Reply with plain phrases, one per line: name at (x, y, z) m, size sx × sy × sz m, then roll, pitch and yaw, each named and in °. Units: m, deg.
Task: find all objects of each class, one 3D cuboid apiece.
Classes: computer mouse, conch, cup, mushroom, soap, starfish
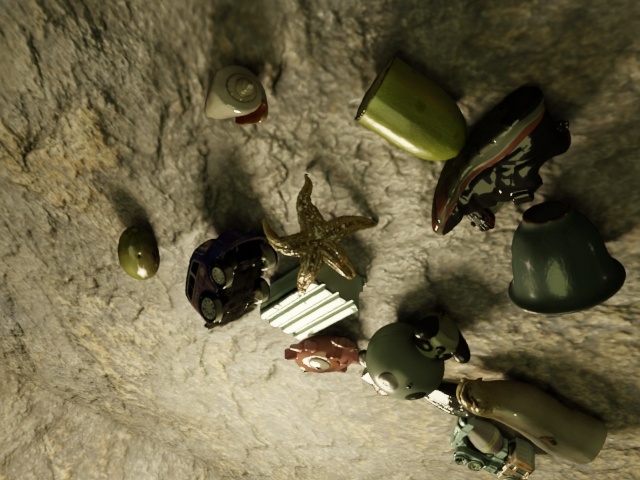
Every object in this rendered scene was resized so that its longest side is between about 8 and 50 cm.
computer mouse at (0.367, 0.433, 1.650) m, size 0.192 × 0.062 × 0.106 m, roll 3°, pitch 138°, yaw 19°
conch at (-0.153, -0.237, 1.080) m, size 0.104 × 0.094 × 0.176 m, roll -5°, pitch 161°, yaw -33°
cup at (0.407, 0.014, 1.071) m, size 0.199 × 0.199 × 0.150 m, roll -9°, pitch 115°, yaw 32°
mushroom at (0.520, 0.437, 1.540) m, size 0.397 × 0.126 × 0.177 m, roll 31°, pitch 149°, yaw -18°
soap at (-0.021, 0.133, 1.458) m, size 0.150 × 0.094 × 0.261 m, roll 33°, pitch 139°, yaw -22°
starfish at (0.000, 0.000, 1.262) m, size 0.235 × 0.062 × 0.277 m, roll -1°, pitch 112°, yaw -9°

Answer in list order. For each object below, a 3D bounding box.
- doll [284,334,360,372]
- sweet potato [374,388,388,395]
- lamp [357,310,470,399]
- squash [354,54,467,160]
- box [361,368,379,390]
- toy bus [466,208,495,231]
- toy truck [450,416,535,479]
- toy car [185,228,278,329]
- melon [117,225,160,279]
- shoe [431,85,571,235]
doll at (0.014, 0.294, 1.608) m, size 0.211 × 0.093 × 0.262 m, roll 13°, pitch 154°, yaw -22°
sweet potato at (0.233, 0.394, 1.677) m, size 0.214 × 0.050 × 0.050 m, roll -14°, pitch 129°, yaw 36°
lamp at (0.217, 0.267, 1.439) m, size 0.197 × 0.198 × 0.244 m, roll 33°, pitch 131°, yaw -15°
squash at (0.152, -0.191, 0.974) m, size 0.186 × 0.123 × 0.123 m, roll 33°, pitch 140°, yaw -13°
box at (0.155, 0.356, 1.660) m, size 0.063 × 0.060 × 0.085 m, roll 31°, pitch 142°, yaw -5°
toy bus at (0.278, -0.060, 1.128) m, size 0.110 × 0.043 × 0.031 m, roll 40°, pitch 141°, yaw -25°
toy truck at (0.483, 0.582, 1.742) m, size 0.256 × 0.108 × 0.140 m, roll 25°, pitch 128°, yaw -1°
toy car at (-0.214, 0.070, 1.403) m, size 0.158 × 0.172 × 0.235 m, roll 36°, pitch 124°, yaw 27°
melon at (-0.447, 0.031, 1.518) m, size 0.099 × 0.099 × 0.162 m, roll 12°, pitch 139°, yaw 11°
shoe at (0.290, -0.111, 1.007) m, size 0.137 × 0.114 × 0.291 m, roll 28°, pitch 131°, yaw -13°
